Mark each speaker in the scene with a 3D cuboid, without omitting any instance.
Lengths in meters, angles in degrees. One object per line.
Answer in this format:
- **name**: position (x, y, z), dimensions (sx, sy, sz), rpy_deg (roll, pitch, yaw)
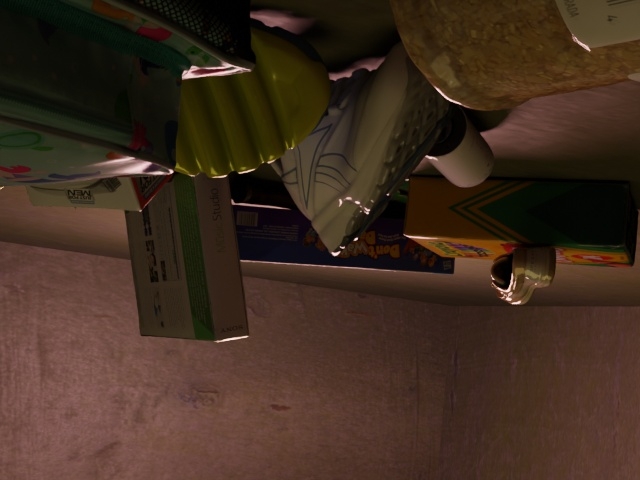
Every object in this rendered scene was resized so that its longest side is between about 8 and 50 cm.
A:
- **speaker**: position (0.126, -0.090, 0.922), dimensions (0.055, 0.055, 0.136), rpy_deg (3, 173, 21)

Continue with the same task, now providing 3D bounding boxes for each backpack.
- **backpack**: position (-0.172, -0.124, 0.409), dimensions (0.225, 0.191, 0.253), rpy_deg (0, 165, 30)

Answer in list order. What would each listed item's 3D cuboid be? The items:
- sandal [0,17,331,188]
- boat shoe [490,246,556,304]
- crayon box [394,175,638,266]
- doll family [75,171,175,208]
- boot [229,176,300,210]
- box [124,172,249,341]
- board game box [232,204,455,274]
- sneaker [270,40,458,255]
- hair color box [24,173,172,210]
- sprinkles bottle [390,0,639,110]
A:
- **sandal**: position (-0.145, -0.119, 0.762), dimensions (0.317, 0.126, 0.138), rpy_deg (0, -158, 12)
- **boat shoe**: position (0.239, 0.039, 1.209), dimensions (0.059, 0.063, 0.170), rpy_deg (9, 163, -3)
- **crayon box**: position (0.240, -0.023, 1.271), dimensions (0.319, 0.081, 0.202), rpy_deg (4, 173, 22)
- **doll family**: position (-0.256, -0.086, 1.142), dimensions (0.193, 0.076, 0.111), rpy_deg (-22, -165, -38)
- **boot**: position (-0.070, -0.062, 1.389), dimensions (0.114, 0.037, 0.106), rpy_deg (11, -176, -21)
- **box**: position (-0.204, 0.026, 1.418), dimensions (0.058, 0.232, 0.322), rpy_deg (-8, -179, -27)
- **board game box**: position (0.000, 0.000, 1.498), dimensions (0.347, 0.078, 0.233), rpy_deg (4, 179, -20)
- **sneaker**: position (0.019, -0.084, 0.824), dimensions (0.129, 0.111, 0.297), rpy_deg (43, 154, 3)
- **hair color box**: position (-0.169, -0.103, 0.648), dimensions (0.093, 0.167, 0.053), rpy_deg (3, -146, 22)
- **sprinkles bottle**: position (0.182, -0.124, 0.328), dimensions (0.121, 0.121, 0.355), rpy_deg (12, 172, -39)
